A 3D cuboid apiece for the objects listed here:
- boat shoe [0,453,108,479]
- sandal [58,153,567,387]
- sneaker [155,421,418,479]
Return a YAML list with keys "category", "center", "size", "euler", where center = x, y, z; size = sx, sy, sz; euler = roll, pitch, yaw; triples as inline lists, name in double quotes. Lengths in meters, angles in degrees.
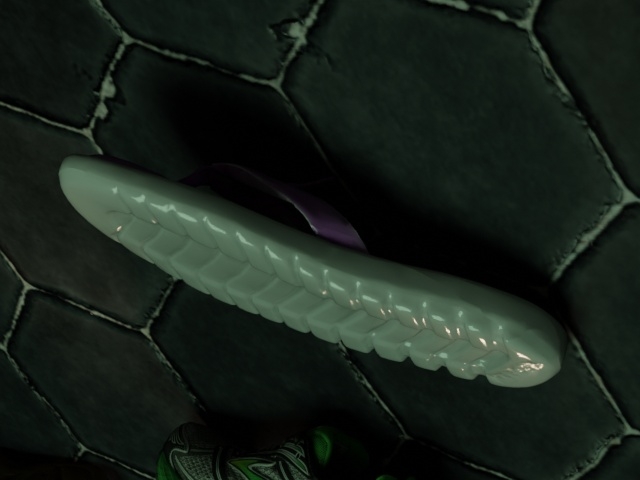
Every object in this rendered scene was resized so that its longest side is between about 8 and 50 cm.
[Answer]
- category: "boat shoe"
  center: [-0.353, 0.321, 2.073]
  size: [0.342, 0.123, 0.123]
  euler: [-3, 127, 36]
- category: "sandal"
  center: [-0.002, 0.005, 1.420]
  size: [0.416, 0.102, 0.169]
  euler: [21, 159, 3]
- category: "sneaker"
  center: [-0.019, 0.232, 1.683]
  size: [0.344, 0.134, 0.146]
  euler: [18, 97, 43]
